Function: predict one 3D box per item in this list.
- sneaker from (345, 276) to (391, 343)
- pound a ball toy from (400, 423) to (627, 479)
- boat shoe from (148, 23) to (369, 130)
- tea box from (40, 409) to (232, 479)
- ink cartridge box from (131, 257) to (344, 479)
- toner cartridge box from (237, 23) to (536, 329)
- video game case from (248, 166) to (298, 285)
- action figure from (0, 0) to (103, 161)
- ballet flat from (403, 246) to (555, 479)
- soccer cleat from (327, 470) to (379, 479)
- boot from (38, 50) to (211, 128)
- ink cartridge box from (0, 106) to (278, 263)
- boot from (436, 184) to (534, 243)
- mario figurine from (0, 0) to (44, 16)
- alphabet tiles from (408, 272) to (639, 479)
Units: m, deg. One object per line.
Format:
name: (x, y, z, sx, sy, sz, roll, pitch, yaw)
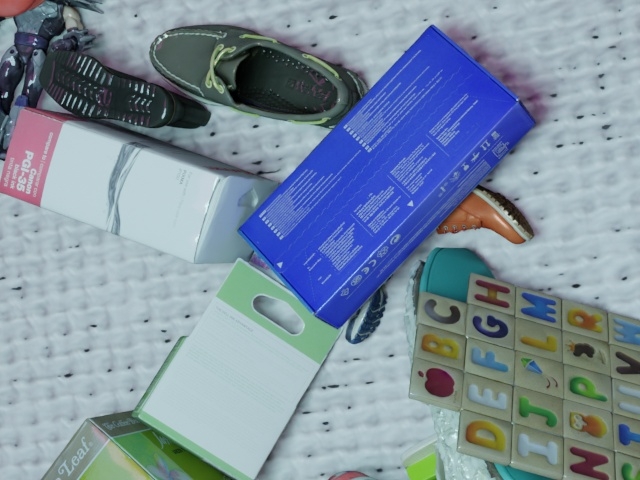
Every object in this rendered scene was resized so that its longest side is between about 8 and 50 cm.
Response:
sneaker: (0.052, 0.063, 1.775, 0.058, 0.052, 0.135, 17, 86, 27)
pound a ball toy: (0.234, 0.305, 1.640, 0.319, 0.136, 0.208, -32, 40, 14)
boat shoe: (-0.089, -0.214, 1.798, 0.305, 0.091, 0.109, 18, 94, 17)
tea box: (-0.227, 0.433, 1.759, 0.323, 0.220, 0.329, 41, 100, 14)
ink cartridge box: (-0.103, 0.165, 1.780, 0.171, 0.056, 0.235, 34, 76, -12)
toner cartridge box: (0.077, -0.076, 1.703, 0.348, 0.075, 0.165, -46, 59, 5)
video game case: (0.000, 0.000, 1.779, 0.157, 0.019, 0.143, 28, 93, 31)
action figure: (-0.393, -0.244, 1.894, 0.185, 0.099, 0.285, 12, 88, 26)
ballet flat: (0.158, 0.180, 1.616, 0.147, 0.147, 0.409, -27, 40, 15)
soccer cleat: (0.087, 0.428, 1.735, 0.108, 0.116, 0.318, -24, 99, -12)
boot: (-0.252, -0.184, 1.832, 0.198, 0.137, 0.077, 25, 99, 21)
ink cartridge box: (-0.224, -0.067, 1.776, 0.283, 0.207, 0.117, 20, 96, 17)
boot: (0.185, -0.030, 1.728, 0.158, 0.059, 0.085, 38, 103, 23)
mario figurine: (-0.402, -0.417, 1.868, 0.198, 0.170, 0.321, -44, 42, 45)
alphabet tiles: (0.267, 0.158, 1.568, 0.342, 0.285, 0.011, 16, 129, -3)
